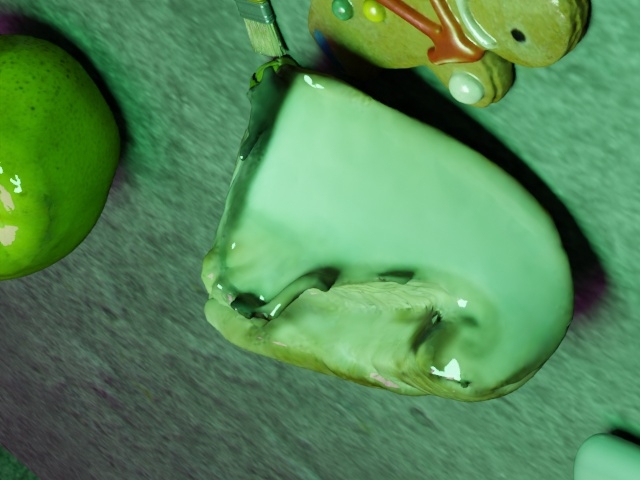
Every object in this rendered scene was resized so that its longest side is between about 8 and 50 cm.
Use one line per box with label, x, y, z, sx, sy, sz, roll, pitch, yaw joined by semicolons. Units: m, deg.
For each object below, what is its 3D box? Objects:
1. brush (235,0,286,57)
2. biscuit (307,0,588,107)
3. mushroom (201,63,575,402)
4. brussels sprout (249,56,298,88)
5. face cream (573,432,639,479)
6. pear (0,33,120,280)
brush;-0.071;-0.238;1.499;0.043;0.014;0.170;20;143;42
biscuit;0.077;-0.191;1.299;0.324;0.049;0.205;15;139;47
mushroom;0.036;0.015;1.525;0.313;0.224;0.397;19;170;-7
brussels sprout;-0.027;-0.142;1.543;0.083;0.046;0.051;14;135;35
face cream;0.359;0.269;1.489;0.291;0.071;0.144;21;145;43
pear;-0.364;-0.093;1.874;0.294;0.294;0.294;37;153;22
